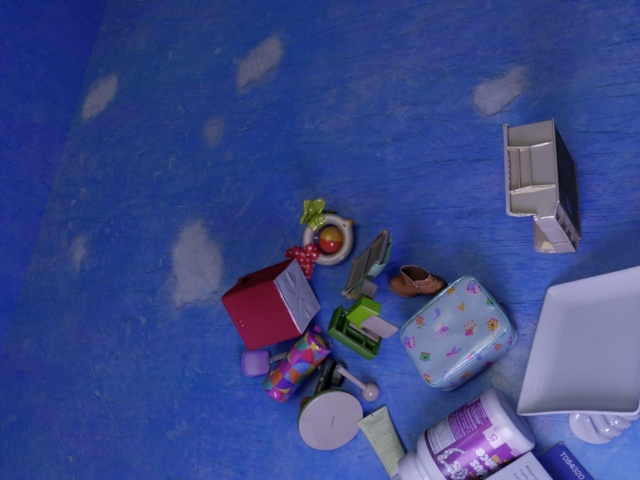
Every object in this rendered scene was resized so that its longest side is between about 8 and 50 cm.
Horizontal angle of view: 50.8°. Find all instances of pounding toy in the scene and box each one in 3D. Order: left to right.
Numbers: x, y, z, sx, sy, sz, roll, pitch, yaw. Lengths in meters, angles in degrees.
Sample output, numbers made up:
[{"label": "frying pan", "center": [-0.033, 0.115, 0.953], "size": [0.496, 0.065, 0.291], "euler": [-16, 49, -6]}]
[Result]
[{"label": "pounding toy", "center": [0.030, 0.450, 1.861], "size": [0.236, 0.183, 0.110], "euler": [-53, 25, 4]}]

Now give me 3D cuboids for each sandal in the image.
[{"label": "sandal", "center": [0.705, 0.275, 1.486], "size": [0.416, 0.169, 0.102], "euler": [-43, 12, 12]}]

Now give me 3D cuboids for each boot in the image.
[{"label": "boot", "center": [0.249, 0.105, 1.845], "size": [0.197, 0.152, 0.072], "euler": [2, 71, 35]}]

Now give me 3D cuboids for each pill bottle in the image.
[{"label": "pill bottle", "center": [0.339, 0.497, 1.603], "size": [0.302, 0.169, 0.169], "euler": [-39, 53, 15]}]

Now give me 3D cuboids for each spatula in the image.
[{"label": "spatula", "center": [-0.115, 0.357, 2.065], "size": [0.297, 0.030, 0.084], "euler": [-18, 62, 27]}]

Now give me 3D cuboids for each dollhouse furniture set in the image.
[{"label": "dollhouse furniture set", "center": [0.161, 0.147, 1.888], "size": [0.197, 0.151, 0.301], "euler": [-46, 16, 45]}]

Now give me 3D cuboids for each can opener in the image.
[{"label": "can opener", "center": [0.008, 0.426, 1.932], "size": [0.073, 0.059, 0.186], "euler": [20, 82, 38]}]

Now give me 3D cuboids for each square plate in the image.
[{"label": "square plate", "center": [0.603, 0.232, 1.494], "size": [0.347, 0.049, 0.343], "euler": [-28, 35, 61]}]

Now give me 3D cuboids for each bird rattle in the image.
[{"label": "bird rattle", "center": [0.000, 0.000, 2.087], "size": [0.207, 0.143, 0.253], "euler": [9, 78, 20]}]

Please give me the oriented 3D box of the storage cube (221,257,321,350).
[{"label": "storage cube", "center": [-0.145, 0.188, 2.014], "size": [0.193, 0.183, 0.214], "euler": [-20, 102, 26]}]

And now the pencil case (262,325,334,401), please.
[{"label": "pencil case", "center": [-0.067, 0.364, 1.974], "size": [0.236, 0.104, 0.104], "euler": [-49, 51, 12]}]

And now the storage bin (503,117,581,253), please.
[{"label": "storage bin", "center": [0.553, -0.125, 1.668], "size": [0.123, 0.262, 0.260], "euler": [-8, 66, 30]}]

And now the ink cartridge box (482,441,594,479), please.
[{"label": "ink cartridge box", "center": [0.485, 0.620, 1.416], "size": [0.330, 0.071, 0.324], "euler": [-28, 49, -11]}]

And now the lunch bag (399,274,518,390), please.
[{"label": "lunch bag", "center": [0.356, 0.234, 1.746], "size": [0.279, 0.108, 0.224], "euler": [-41, 50, 12]}]

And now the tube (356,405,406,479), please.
[{"label": "tube", "center": [0.185, 0.553, 1.761], "size": [0.240, 0.070, 0.062], "euler": [60, 140, 38]}]
